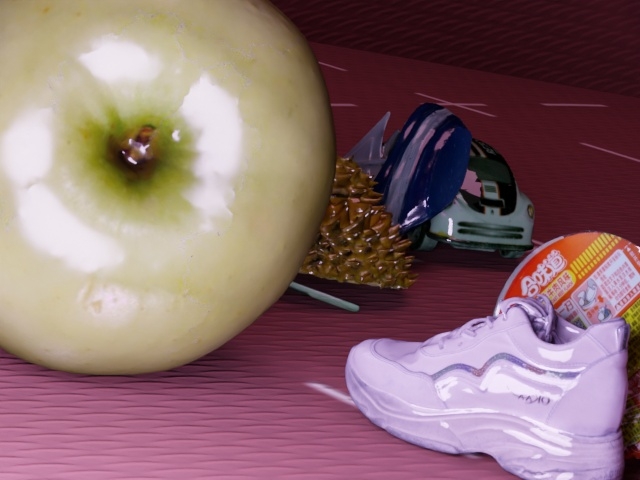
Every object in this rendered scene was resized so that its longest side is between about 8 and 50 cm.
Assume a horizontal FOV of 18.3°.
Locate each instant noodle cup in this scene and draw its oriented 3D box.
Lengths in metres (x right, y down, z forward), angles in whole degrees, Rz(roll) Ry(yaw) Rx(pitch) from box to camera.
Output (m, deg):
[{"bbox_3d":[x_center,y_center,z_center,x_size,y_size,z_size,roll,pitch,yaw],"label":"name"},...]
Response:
[{"bbox_3d":[0.277,0.092,1.658,0.193,0.193,0.212,20,9,37],"label":"instant noodle cup"}]

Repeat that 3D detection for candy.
[{"bbox_3d":[-0.046,0.033,1.864,0.201,0.060,0.060,23,6,-28],"label":"candy"}]

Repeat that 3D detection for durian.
[{"bbox_3d":[0.000,0.000,1.959,0.252,0.139,0.144,2,58,-27],"label":"durian"}]

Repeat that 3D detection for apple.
[{"bbox_3d":[-0.162,-0.062,1.578,0.357,0.357,0.357,10,13,-2],"label":"apple"}]

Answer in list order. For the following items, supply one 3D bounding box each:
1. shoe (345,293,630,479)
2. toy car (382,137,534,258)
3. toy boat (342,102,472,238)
[{"bbox_3d":[0.134,0.100,1.555,0.245,0.138,0.095,17,10,28],"label":"shoe"},{"bbox_3d":[0.140,-0.066,2.304,0.136,0.125,0.306,5,16,-23],"label":"toy car"},{"bbox_3d":[0.050,-0.084,2.221,0.291,0.210,0.070,27,-24,54],"label":"toy boat"}]
